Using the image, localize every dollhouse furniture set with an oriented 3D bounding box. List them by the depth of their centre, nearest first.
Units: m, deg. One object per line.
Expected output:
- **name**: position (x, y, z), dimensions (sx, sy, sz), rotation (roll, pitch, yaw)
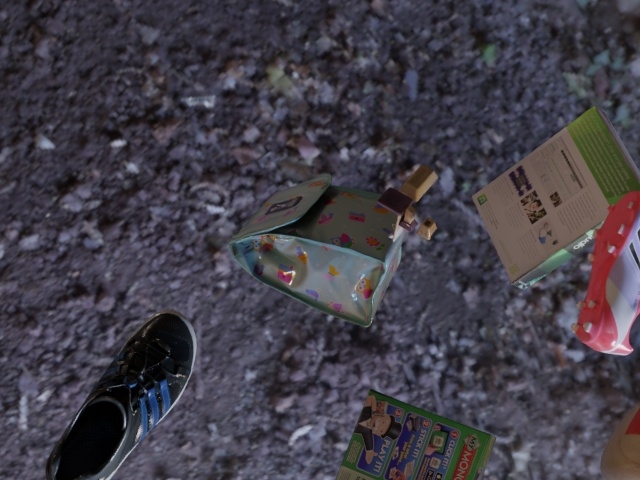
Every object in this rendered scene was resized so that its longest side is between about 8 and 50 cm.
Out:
- **dollhouse furniture set**: position (0.146, -0.044, 1.468), dimensions (0.091, 0.081, 0.114), rotation (30, 55, 18)

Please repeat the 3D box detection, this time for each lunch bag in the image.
- **lunch bag**: position (0.000, 0.000, 1.678), dimensions (0.262, 0.160, 0.223), rotation (19, 31, 10)

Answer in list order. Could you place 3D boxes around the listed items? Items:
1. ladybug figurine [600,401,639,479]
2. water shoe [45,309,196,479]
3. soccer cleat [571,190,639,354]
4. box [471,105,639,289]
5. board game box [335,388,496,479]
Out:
- **ladybug figurine**: position (0.544, 0.254, 1.185), dimensions (0.305, 0.449, 0.162), rotation (25, 70, -32)
- **water shoe**: position (-0.175, 0.148, 0.922), dimensions (0.073, 0.080, 0.203), rotation (31, 67, -1)
- **soccer cleat**: position (0.452, 0.049, 1.498), dimensions (0.095, 0.083, 0.248), rotation (23, 79, -16)
- **box**: position (0.476, -0.083, 1.994), dimensions (0.058, 0.322, 0.232), rotation (21, 40, -44)
- **board game box**: position (0.119, 0.417, 1.554), dimensions (0.317, 0.213, 0.046), rotation (-68, 154, -9)
